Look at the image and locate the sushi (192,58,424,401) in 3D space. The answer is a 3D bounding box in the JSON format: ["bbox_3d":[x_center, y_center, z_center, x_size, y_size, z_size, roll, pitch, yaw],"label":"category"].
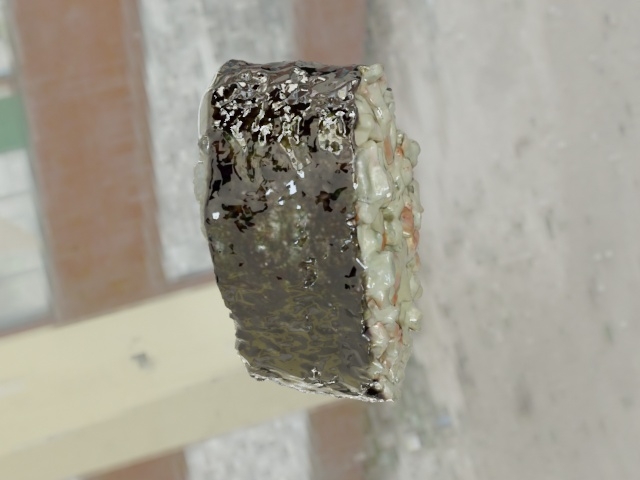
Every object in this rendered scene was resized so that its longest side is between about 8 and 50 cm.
[{"bbox_3d":[0.000,0.000,0.690,0.091,0.078,0.150,-80,-13,-45],"label":"sushi"}]
